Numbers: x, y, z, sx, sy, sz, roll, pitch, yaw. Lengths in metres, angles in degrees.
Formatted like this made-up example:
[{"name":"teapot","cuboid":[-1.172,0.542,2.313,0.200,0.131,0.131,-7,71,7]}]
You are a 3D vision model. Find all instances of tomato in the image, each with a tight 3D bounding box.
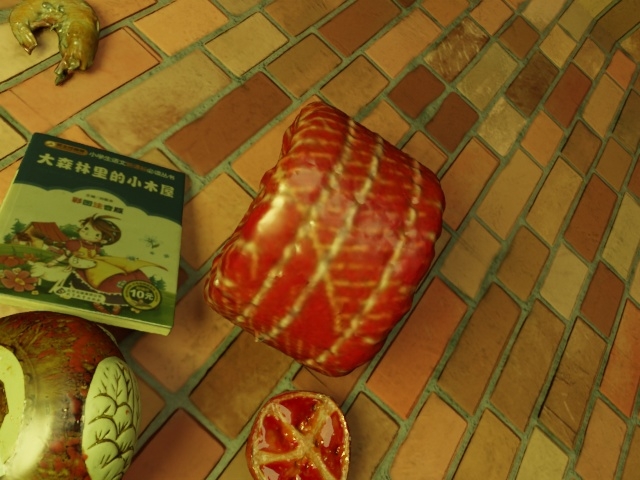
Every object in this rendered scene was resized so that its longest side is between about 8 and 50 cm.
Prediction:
[{"name":"tomato","cuboid":[-0.037,0.282,0.814,0.155,0.069,0.156,14,61,-26]}]

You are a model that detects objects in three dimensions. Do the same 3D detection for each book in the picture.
[{"name":"book","cuboid":[-0.296,-0.024,0.797,0.228,0.018,0.323,15,38,-22]}]

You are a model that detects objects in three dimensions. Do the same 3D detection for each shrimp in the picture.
[{"name":"shrimp","cuboid":[-0.416,-0.321,0.948,0.132,0.052,0.188,-4,59,-18]}]

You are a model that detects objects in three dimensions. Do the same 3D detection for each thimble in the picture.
[{"name":"thimble","cuboid":[0.000,0.000,0.829,0.230,0.350,0.350,31,54,-9]}]

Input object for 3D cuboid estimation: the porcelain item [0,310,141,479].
[{"name":"porcelain item","cuboid":[-0.292,0.208,0.650,0.252,0.253,0.253,13,59,-23]}]
